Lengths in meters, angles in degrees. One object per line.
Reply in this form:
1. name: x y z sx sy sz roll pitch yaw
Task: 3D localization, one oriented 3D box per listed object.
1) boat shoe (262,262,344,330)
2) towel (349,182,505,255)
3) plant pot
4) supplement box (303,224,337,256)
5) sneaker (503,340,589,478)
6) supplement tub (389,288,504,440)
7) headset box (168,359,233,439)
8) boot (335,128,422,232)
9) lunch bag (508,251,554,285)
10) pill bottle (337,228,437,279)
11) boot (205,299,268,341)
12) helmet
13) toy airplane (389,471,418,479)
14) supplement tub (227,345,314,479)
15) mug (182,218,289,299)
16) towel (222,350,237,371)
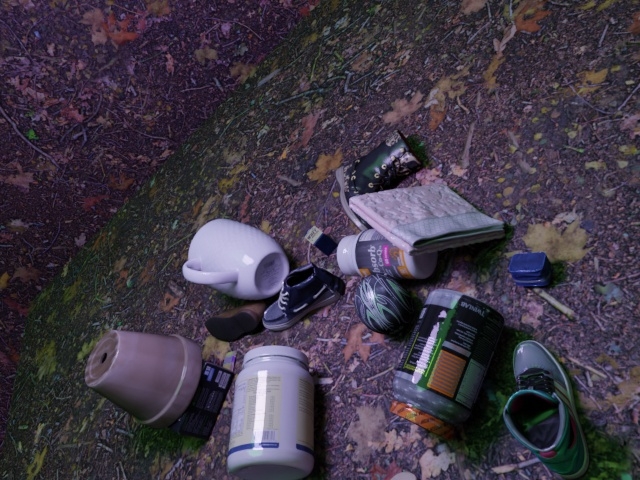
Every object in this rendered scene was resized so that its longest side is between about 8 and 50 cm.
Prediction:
1. boat shoe: -0.100 0.184 1.712 0.340 0.158 0.127 -32 43 23
2. towel: 0.296 -0.073 1.433 0.317 0.332 0.053 46 139 51
3. plant pot: -0.608 0.437 1.708 0.323 0.280 0.323 -25 47 31
4. supplement box: 0.000 0.000 1.816 0.056 0.083 0.083 -51 37 0
5. sneaker: 0.444 0.321 1.054 0.124 0.178 0.295 -30 43 26
6. supplement tub: 0.295 0.292 1.213 0.193 0.193 0.316 11 69 48
7. headset box: -0.481 0.544 1.828 0.283 0.131 0.246 1 64 47
8. boot: 0.208 -0.199 1.731 0.284 0.138 0.377 -36 36 19
9. lunch bag: 0.525 0.074 1.258 0.098 0.065 0.067 -5 42 44
10. pill bottle: 0.195 0.040 1.530 0.278 0.162 0.162 -6 57 42
11. boot: -0.313 0.295 1.914 0.305 0.112 0.115 -21 18 38
12. helmet: 0.176 0.179 1.440 0.169 0.161 0.169 -26 47 31
13. toy airplane: 0.049 0.720 1.113 0.386 0.272 0.384 -42 1 26
14. supplement tub: -0.133 0.490 1.448 0.235 0.235 0.325 -26 45 29
15. mug: -0.317 0.089 1.850 0.328 0.374 0.276 17 111 42
16. towel: -0.333 0.447 1.860 0.060 0.009 0.083 -22 47 33
